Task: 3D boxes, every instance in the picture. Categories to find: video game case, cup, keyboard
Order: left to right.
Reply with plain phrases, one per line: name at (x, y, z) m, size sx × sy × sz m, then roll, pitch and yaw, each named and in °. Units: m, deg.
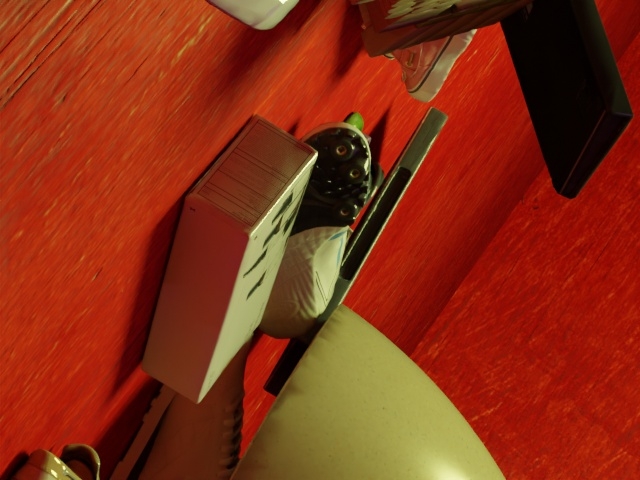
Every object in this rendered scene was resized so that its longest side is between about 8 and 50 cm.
video game case at (0.033, 0.015, 1.937) m, size 0.274 × 0.026 × 0.196 m, roll -61°, pitch 180°, yaw -22°
cup at (0.037, 0.255, 1.722) m, size 0.331 × 0.237 × 0.331 m, roll -60°, pitch 175°, yaw -9°
keyboard at (0.164, -0.208, 1.384) m, size 0.201 × 0.033 × 0.317 m, roll 111°, pitch -30°, yaw -56°

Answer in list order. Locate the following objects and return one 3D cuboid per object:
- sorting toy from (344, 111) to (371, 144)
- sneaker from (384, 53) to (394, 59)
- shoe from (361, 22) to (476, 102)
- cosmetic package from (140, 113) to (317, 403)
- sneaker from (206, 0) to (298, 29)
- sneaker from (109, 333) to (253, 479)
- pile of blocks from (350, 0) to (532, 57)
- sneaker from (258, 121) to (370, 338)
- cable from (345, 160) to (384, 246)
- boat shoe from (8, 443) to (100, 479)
sorting toy at (0.025, -0.073, 1.730) m, size 0.061 × 0.042 × 0.102 m, roll -61°, pitch 171°, yaw 22°
sneaker at (0.082, -0.195, 1.657) m, size 0.109 × 0.040 × 0.044 m, roll -48°, pitch -177°, yaw -26°
shoe at (0.072, -0.167, 1.552) m, size 0.178 × 0.081 × 0.063 m, roll 124°, pitch -12°, yaw -73°
cosmetic package at (-0.071, 0.020, 1.475) m, size 0.099 × 0.060 × 0.239 m, roll -50°, pitch 169°, yaw -34°
sneaker at (-0.045, -0.158, 0.871) m, size 0.091 × 0.094 × 0.258 m, roll -54°, pitch 171°, yaw 6°
sneaker at (-0.103, 0.166, 1.707) m, size 0.235 × 0.095 × 0.090 m, roll -63°, pitch 168°, yaw 24°
pile of blocks at (0.078, -0.209, 1.264) m, size 0.149 × 0.112 × 0.362 m, roll -18°, pitch 178°, yaw 4°
sneaker at (-0.013, -0.017, 1.644) m, size 0.086 × 0.085 × 0.237 m, roll -86°, pitch -169°, yaw -45°
cable at (0.000, 0.000, 1.878) m, size 0.184 × 0.047 × 0.150 m, roll -60°, pitch 180°, yaw 43°
boat shoe at (-0.182, 0.185, 1.448) m, size 0.190 × 0.068 × 0.072 m, roll 67°, pitch 44°, yaw -79°
